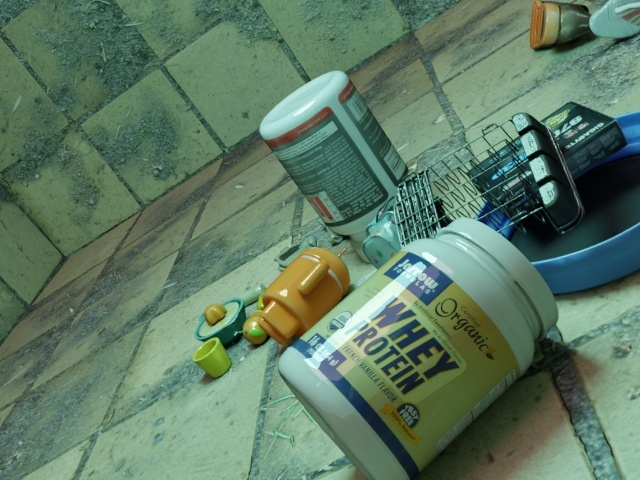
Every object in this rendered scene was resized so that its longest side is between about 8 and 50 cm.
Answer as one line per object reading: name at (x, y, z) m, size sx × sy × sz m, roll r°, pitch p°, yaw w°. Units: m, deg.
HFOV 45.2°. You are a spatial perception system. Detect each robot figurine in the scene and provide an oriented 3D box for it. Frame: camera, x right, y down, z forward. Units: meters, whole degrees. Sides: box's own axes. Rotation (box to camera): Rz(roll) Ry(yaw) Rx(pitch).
robot figurine at (-0.028, 0.102, 1.509) m, size 0.128 × 0.158 × 0.219 m, roll 18°, pitch 54°, yaw 40°

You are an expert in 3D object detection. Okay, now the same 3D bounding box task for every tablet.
tablet at (0.088, 0.084, 1.535) m, size 0.083 × 0.006 × 0.054 m, roll -33°, pitch 19°, yaw 8°

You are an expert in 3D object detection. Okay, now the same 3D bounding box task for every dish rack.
dish rack at (0.240, -0.062, 1.173) m, size 0.271 × 0.074 × 0.208 m, roll -30°, pitch 46°, yaw 27°

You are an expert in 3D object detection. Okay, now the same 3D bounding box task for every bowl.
bowl at (0.424, -0.062, 1.198) m, size 0.391 × 0.077 × 0.391 m, roll -32°, pitch 19°, yaw 12°

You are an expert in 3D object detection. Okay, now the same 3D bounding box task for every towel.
towel at (0.675, -0.409, 1.446) m, size 0.144 × 0.197 × 0.029 m, roll 14°, pitch 90°, yaw 66°

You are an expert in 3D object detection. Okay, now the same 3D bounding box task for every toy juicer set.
toy juicer set at (-0.192, 0.158, 1.712) m, size 0.209 × 0.089 × 0.329 m, roll -35°, pitch 19°, yaw 3°

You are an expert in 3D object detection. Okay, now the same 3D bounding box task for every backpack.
backpack at (0.160, 0.005, 1.355) m, size 0.144 × 0.166 × 0.188 m, roll -47°, pitch 3°, yaw -9°

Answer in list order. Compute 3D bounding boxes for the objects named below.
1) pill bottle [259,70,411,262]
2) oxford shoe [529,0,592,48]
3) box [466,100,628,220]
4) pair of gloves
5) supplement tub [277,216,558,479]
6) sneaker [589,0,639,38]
pill bottle at (0.057, -0.143, 1.571) m, size 0.210 × 0.363 × 0.210 m, roll -31°, pitch 20°, yaw 13°
oxford shoe at (0.626, -0.565, 2.017) m, size 0.133 × 0.130 × 0.363 m, roll 2°, pitch 20°, yaw 7°
box at (0.366, -0.135, 1.271) m, size 0.220 × 0.051 × 0.175 m, roll -34°, pitch 20°, yaw 7°
pair of gloves at (0.000, 0.000, 1.828) m, size 0.240 × 0.042 × 0.204 m, roll -39°, pitch 16°, yaw -15°
supplement tub at (0.128, 0.141, 0.998) m, size 0.316 × 0.228 × 0.228 m, roll -41°, pitch 20°, yaw -12°
sneaker at (0.741, -0.559, 1.789) m, size 0.268 × 0.101 × 0.153 m, roll -27°, pitch 20°, yaw 9°
